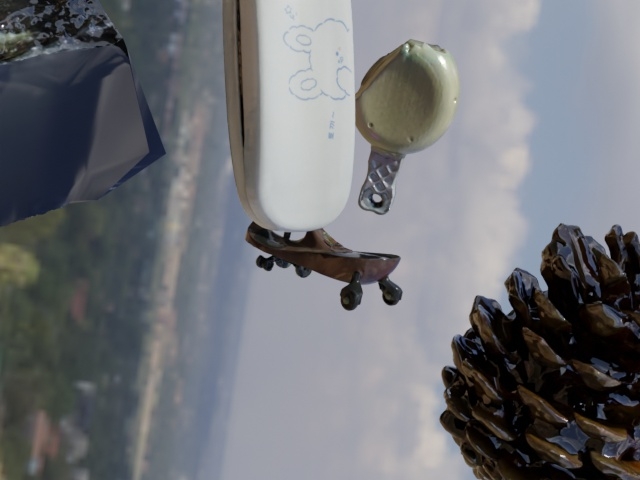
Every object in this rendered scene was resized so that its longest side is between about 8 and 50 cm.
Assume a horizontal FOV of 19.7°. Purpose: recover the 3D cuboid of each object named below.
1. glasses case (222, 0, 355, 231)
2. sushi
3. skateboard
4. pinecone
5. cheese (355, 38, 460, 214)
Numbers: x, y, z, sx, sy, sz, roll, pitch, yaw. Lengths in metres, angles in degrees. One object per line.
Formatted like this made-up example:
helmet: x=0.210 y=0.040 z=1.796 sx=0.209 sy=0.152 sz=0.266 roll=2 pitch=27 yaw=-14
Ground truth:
glasses case: x=-0.022 y=-0.122 z=1.297 sx=0.059 sy=0.092 sz=0.233 roll=0 pitch=-88 yaw=52
sushi: x=-0.293 y=-0.148 z=1.581 sx=0.212 sy=0.227 sz=0.215 roll=57 pitch=-11 yaw=34
skateboard: x=0.000 y=0.000 z=1.524 sx=0.067 sy=0.151 sz=0.080 roll=-5 pitch=111 yaw=-53
pinecone: x=0.184 y=0.095 z=1.280 sx=0.204 sy=0.179 sz=0.184 roll=-57 pitch=152 yaw=2
cheese: x=0.065 y=-0.109 z=1.696 sx=0.171 sy=0.092 sz=0.047 roll=-55 pitch=177 yaw=24
